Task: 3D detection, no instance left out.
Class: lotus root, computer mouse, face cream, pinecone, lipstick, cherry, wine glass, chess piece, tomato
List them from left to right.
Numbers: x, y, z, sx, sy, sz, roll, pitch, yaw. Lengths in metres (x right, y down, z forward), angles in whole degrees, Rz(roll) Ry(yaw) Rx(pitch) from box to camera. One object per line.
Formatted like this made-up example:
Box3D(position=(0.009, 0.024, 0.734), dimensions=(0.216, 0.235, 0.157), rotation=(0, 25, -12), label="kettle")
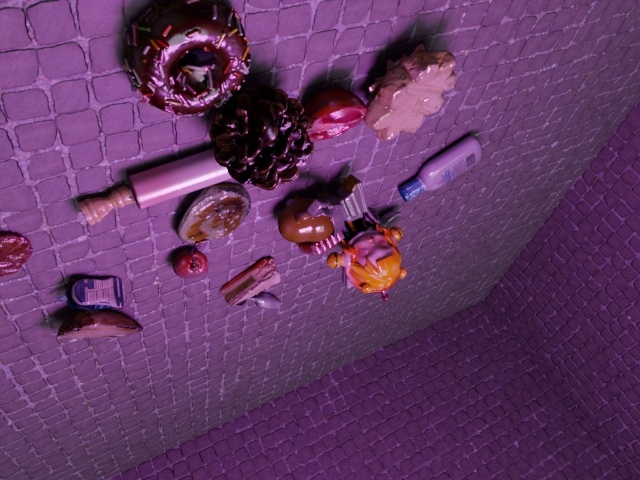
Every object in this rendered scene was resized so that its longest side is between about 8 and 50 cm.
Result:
Box3D(position=(-0.670, 0.257, 1.760), dimensions=(0.167, 0.078, 0.329), rotation=(-13, 167, 10), label="lotus root")
Box3D(position=(-0.521, -0.089, 1.378), dimensions=(0.122, 0.066, 0.066), rotation=(-29, 153, -20), label="chess piece")
Box3D(position=(-0.375, 0.056, 1.701), dimensions=(0.107, 0.090, 0.225), rotation=(11, 150, -32), label="cherry")
Box3D(position=(-0.314, -0.173, 1.426), dimensions=(0.326, 0.087, 0.087), rotation=(-22, 151, -19), label="lipstick")
Box3D(position=(-0.148, -0.235, 1.321), dimensions=(0.257, 0.243, 0.243), rotation=(-39, 166, -49), label="pinecone")
Box3D(position=(-0.239, 0.233, 2.203), dimensions=(0.074, 0.074, 0.262), rotation=(-40, 153, 14), label="wine glass")
Box3D(position=(0.029, -0.345, 1.498), dimensions=(0.173, 0.099, 0.189), rotation=(-14, 172, -25), label="tomato")
Box3D(position=(0.263, -0.069, 2.251), dimensions=(0.089, 0.056, 0.182), rotation=(-21, 157, -24), label="computer mouse")
Box3D(position=(0.446, -0.257, 2.108), dimensions=(0.336, 0.080, 0.163), rotation=(-33, 154, 0), label="face cream")

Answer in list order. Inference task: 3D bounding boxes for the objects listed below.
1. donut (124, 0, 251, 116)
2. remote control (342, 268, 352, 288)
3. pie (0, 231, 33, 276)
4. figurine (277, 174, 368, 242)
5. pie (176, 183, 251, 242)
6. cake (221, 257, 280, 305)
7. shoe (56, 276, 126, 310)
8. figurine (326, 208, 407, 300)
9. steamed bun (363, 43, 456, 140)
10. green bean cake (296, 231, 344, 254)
Box3D(position=(-0.263, -0.366, 1.150), dimensions=(0.269, 0.103, 0.270), rotation=(-25, 154, -13), label="donut")
Box3D(position=(0.149, 0.113, 2.431), dimensions=(0.102, 0.055, 0.277), rotation=(-26, 153, -12), label="remote control")
Box3D(position=(-0.767, 0.036, 1.344), dimensions=(0.154, 0.036, 0.154), rotation=(-26, 152, -15), label="pie")
Box3D(position=(-0.003, -0.085, 1.817), dimensions=(0.284, 0.167, 0.342), rotation=(-27, 153, -13), label="figurine")
Box3D(position=(-0.309, -0.076, 1.632), dimensions=(0.240, 0.054, 0.240), rotation=(-28, 154, -15), label="pie")
Box3D(position=(-0.243, 0.140, 2.017), dimensions=(0.220, 0.086, 0.117), rotation=(-21, 151, -22), label="cake")
Box3D(position=(-0.650, 0.157, 1.632), dimensions=(0.106, 0.092, 0.207), rotation=(-16, 167, 27), label="shoe")
Box3D(position=(0.171, 0.056, 2.063), dimensions=(0.320, 0.323, 0.196), rotation=(-22, 150, -19), label="figurine")
Box3D(position=(0.229, -0.413, 1.566), dimensions=(0.292, 0.137, 0.295), rotation=(-36, 161, -3), label="steamed bun")
Box3D(position=(0.000, 0.000, 1.940), dimensions=(0.135, 0.135, 0.056), rotation=(-35, 111, -24), label="green bean cake")
